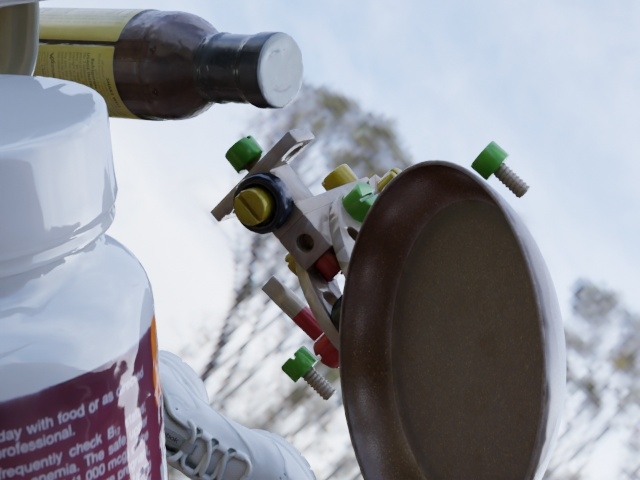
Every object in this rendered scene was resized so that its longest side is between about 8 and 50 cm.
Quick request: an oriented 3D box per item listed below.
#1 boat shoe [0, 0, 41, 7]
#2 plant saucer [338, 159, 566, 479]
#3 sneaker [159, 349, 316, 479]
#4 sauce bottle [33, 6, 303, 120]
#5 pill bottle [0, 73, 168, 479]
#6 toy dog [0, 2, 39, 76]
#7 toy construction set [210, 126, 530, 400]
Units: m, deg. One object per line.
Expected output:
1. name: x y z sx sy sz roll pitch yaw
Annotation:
1. boat shoe: -0.293 -0.182 0.917 0.158 0.341 0.127 -151 -122 -63
2. plant saucer: 0.105 0.092 1.208 0.310 0.050 0.310 180 -90 -64
3. sneaker: -0.132 0.232 1.704 0.297 0.111 0.129 34 7 19
4. sauce bottle: -0.172 -0.168 1.474 0.344 0.111 0.111 9 -43 37
5. pill bottle: -0.198 0.117 0.862 0.224 0.224 0.392 23 -59 49
6. toy dog: -0.408 -0.371 1.377 0.408 0.285 0.395 -113 -149 -49
7. toy construction set: 0.000 0.000 1.556 0.237 0.257 0.309 44 -38 5
